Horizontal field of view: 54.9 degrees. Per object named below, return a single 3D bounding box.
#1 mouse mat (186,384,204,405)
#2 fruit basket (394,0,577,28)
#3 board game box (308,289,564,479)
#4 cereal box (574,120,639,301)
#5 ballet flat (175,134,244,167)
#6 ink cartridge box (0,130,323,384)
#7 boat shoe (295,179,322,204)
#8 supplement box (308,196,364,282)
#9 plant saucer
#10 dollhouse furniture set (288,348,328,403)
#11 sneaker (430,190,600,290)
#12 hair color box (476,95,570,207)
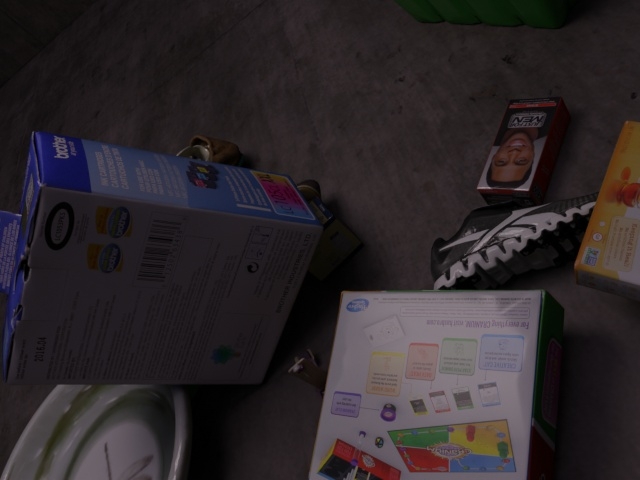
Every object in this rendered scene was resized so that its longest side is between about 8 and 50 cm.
[{"bbox_3d":[-0.227,0.183,0.999,0.189,0.007,0.153,20,74,48],"label":"mouse mat"},{"bbox_3d":[0.212,-0.513,0.878,0.392,0.392,0.283,26,78,48],"label":"fruit basket"},{"bbox_3d":[0.105,0.208,0.619,0.242,0.064,0.317,-3,66,39],"label":"board game box"},{"bbox_3d":[0.375,-0.009,0.552,0.240,0.047,0.173,16,71,30],"label":"cereal box"},{"bbox_3d":[-0.204,-0.085,1.036,0.116,0.124,0.343,-52,22,30],"label":"ballet flat"},{"bbox_3d":[-0.229,0.033,0.763,0.151,0.395,0.270,52,127,49],"label":"ink cartridge box"},{"bbox_3d":[-0.076,-0.013,0.972,0.223,0.080,0.073,-41,11,27],"label":"boat shoe"},{"bbox_3d":[0.000,0.000,0.882,0.083,0.083,0.056,-44,41,5],"label":"supplement box"},{"bbox_3d":[-0.308,0.347,0.874,0.400,0.100,0.401,-22,48,26],"label":"plant saucer"},{"bbox_3d":[0.012,0.135,0.772,0.114,0.081,0.091,-43,42,7],"label":"dollhouse furniture set"},{"bbox_3d":[0.222,-0.011,0.705,0.234,0.078,0.106,-30,47,23],"label":"sneaker"},{"bbox_3d":[0.257,-0.112,0.777,0.071,0.043,0.141,6,65,42],"label":"hair color box"}]
